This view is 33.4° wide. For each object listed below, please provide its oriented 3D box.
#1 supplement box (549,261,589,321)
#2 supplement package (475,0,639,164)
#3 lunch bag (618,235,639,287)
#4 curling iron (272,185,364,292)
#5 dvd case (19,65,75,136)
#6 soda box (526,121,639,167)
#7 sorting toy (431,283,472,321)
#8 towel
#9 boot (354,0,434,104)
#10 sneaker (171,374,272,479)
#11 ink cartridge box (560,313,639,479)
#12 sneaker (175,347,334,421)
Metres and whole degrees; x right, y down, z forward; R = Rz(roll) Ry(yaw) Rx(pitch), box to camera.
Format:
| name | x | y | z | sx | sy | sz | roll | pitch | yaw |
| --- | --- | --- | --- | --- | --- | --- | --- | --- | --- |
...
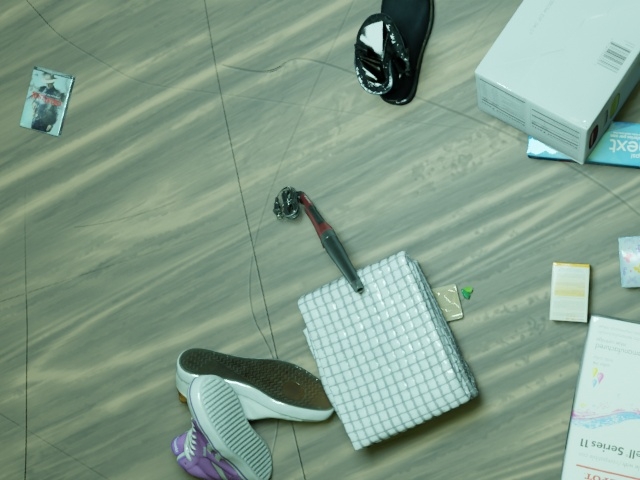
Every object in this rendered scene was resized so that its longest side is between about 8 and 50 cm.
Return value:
| name | x | y | z | sx | sy | sz | roll | pitch | yaw |
| --- | --- | --- | --- | --- | --- | --- | --- | --- | --- |
| supplement box | 0.420 | 0.087 | 1.796 | 0.062 | 0.036 | 0.098 | 4 | 90 | 13 |
| supplement package | 0.404 | -0.295 | 1.707 | 0.204 | 0.145 | 0.262 | 32 | 81 | 18 |
| lunch bag | 0.530 | 0.033 | 1.763 | 0.071 | 0.053 | 0.083 | -5 | 98 | 16 |
| curling iron | 0.000 | 0.000 | 1.842 | 0.068 | 0.035 | 0.274 | -35 | 53 | -6 |
| dvd case | -0.522 | -0.266 | 2.039 | 0.087 | 0.013 | 0.119 | 17 | 92 | 13 |
| soda box | 0.453 | -0.164 | 1.776 | 0.210 | 0.067 | 0.071 | 7 | 91 | 13 |
| sorting toy | 0.227 | 0.108 | 1.854 | 0.083 | 0.012 | 0.062 | -14 | 81 | 16 |
| towel | 0.111 | 0.185 | 1.826 | 0.235 | 0.121 | 0.284 | -28 | 78 | 20 |
| boot | 0.125 | -0.354 | 1.786 | 0.094 | 0.207 | 0.247 | 8 | 90 | 14 |
| sneaker | -0.206 | 0.338 | 1.844 | 0.161 | 0.282 | 0.102 | -4 | 43 | 22 |
| ink cartridge box | 0.509 | 0.311 | 1.729 | 0.207 | 0.119 | 0.354 | 10 | 91 | 13 |
| sneaker | -0.117 | 0.279 | 1.909 | 0.290 | 0.106 | 0.123 | 15 | 128 | 5 |
